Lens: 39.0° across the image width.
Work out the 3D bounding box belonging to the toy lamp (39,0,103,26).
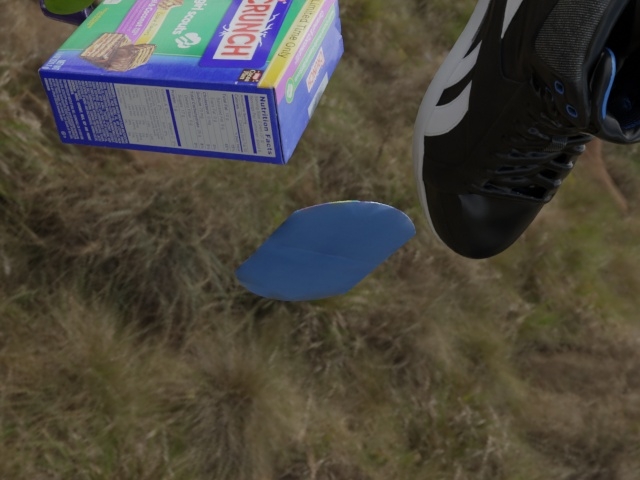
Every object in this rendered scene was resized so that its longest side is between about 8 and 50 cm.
[{"bbox_3d":[-0.234,-0.322,1.197,0.080,0.274,0.080,0,90,-83],"label":"toy lamp"}]

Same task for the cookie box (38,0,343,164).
[{"bbox_3d":[-0.053,-0.080,0.403,0.092,0.107,0.040,-68,158,-44],"label":"cookie box"}]

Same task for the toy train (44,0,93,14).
[{"bbox_3d":[-0.248,-0.268,0.819,0.105,0.248,0.143,22,48,-73],"label":"toy train"}]

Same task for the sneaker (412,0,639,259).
[{"bbox_3d":[0.102,-0.054,0.413,0.079,0.217,0.121,3,37,-12],"label":"sneaker"}]

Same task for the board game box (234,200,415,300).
[{"bbox_3d":[0.000,0.000,0.830,0.133,0.168,0.033,11,51,-35],"label":"board game box"}]
